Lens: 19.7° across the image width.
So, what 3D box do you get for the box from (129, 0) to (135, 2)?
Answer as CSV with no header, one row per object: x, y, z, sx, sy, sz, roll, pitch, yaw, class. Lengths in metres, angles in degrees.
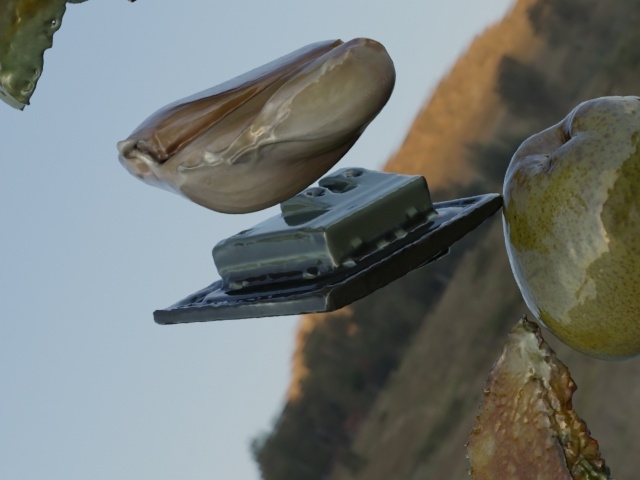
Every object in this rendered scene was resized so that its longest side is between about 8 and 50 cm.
-0.157,-0.308,1.833,0.133,0.023,0.090,-33,-54,-15,box

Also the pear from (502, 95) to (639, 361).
0.262,-0.017,1.648,0.228,0.211,0.188,-43,1,-28,pear

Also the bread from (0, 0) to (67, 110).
-0.211,-0.168,1.240,0.232,0.088,0.128,-126,48,-69,bread

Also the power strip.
0.001,-0.001,1.686,0.257,0.251,0.092,-28,-71,-42,power strip

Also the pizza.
0.198,0.192,1.632,0.069,0.226,0.147,-2,-28,-39,pizza

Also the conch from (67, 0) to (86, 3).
-0.199,-0.365,1.520,0.303,0.215,0.319,-40,-68,-51,conch

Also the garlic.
-0.054,-0.088,1.535,0.228,0.110,0.217,-24,14,-9,garlic
